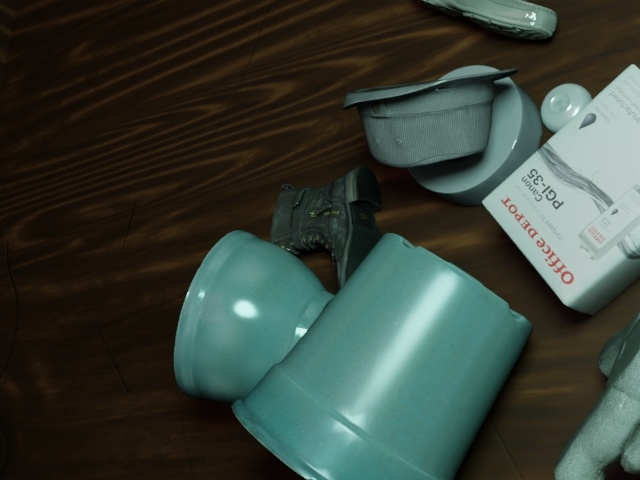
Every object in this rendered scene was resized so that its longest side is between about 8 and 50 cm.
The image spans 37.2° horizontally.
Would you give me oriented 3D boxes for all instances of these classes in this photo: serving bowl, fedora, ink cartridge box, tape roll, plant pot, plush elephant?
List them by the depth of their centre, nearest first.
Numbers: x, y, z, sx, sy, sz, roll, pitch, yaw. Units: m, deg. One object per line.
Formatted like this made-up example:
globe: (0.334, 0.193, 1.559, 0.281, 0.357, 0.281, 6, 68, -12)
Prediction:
plush elephant: (0.474, 0.182, 1.101, 0.255, 0.272, 0.330, 30, 132, 9)
ink cartridge box: (0.399, -0.063, 1.308, 0.283, 0.117, 0.207, -44, 60, 18)
plant pot: (0.106, 0.192, 1.352, 0.341, 0.341, 0.334, 30, 85, 43)
fedora: (0.165, -0.180, 1.435, 0.275, 0.244, 0.124, 0, 102, 41)
serving bowl: (0.375, -0.206, 1.467, 0.083, 0.027, 0.083, -16, 64, 35)
tape roll: (0.243, -0.168, 1.534, 0.219, 0.072, 0.219, -16, 64, 36)
plant pot: (-0.082, 0.149, 1.567, 0.196, 0.293, 0.293, 16, 83, 18)

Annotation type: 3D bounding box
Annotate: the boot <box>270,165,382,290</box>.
boot: (0.000, 0.000, 1.677, 0.229, 0.091, 0.263, -18, 58, 41)

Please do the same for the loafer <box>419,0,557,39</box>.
loafer: (0.272, -0.417, 1.583, 0.319, 0.112, 0.111, 36, 106, 43)
